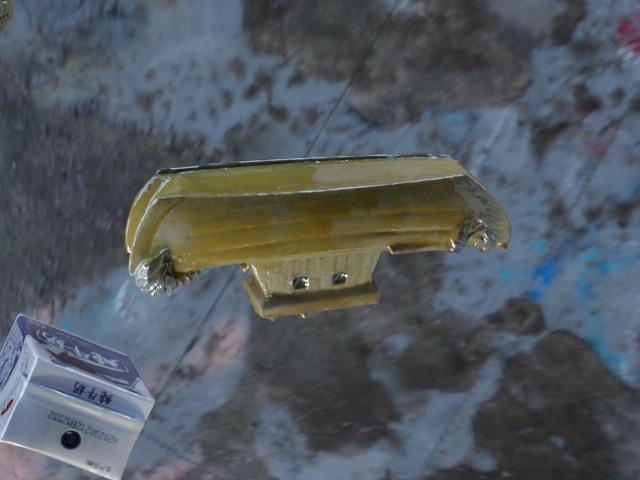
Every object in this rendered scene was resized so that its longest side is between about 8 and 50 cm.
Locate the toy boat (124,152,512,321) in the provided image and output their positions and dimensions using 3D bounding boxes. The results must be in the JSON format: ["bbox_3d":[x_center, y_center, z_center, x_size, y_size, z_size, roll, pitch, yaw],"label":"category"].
[{"bbox_3d":[0.000,0.000,1.459,0.321,0.089,0.121,-4,110,-14],"label":"toy boat"}]

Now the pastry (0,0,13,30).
[{"bbox_3d":[-0.310,-0.216,1.547,0.109,0.097,0.057,28,55,36],"label":"pastry"}]

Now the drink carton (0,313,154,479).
[{"bbox_3d":[-0.266,0.163,1.879,0.134,0.222,0.102,25,93,-17],"label":"drink carton"}]
